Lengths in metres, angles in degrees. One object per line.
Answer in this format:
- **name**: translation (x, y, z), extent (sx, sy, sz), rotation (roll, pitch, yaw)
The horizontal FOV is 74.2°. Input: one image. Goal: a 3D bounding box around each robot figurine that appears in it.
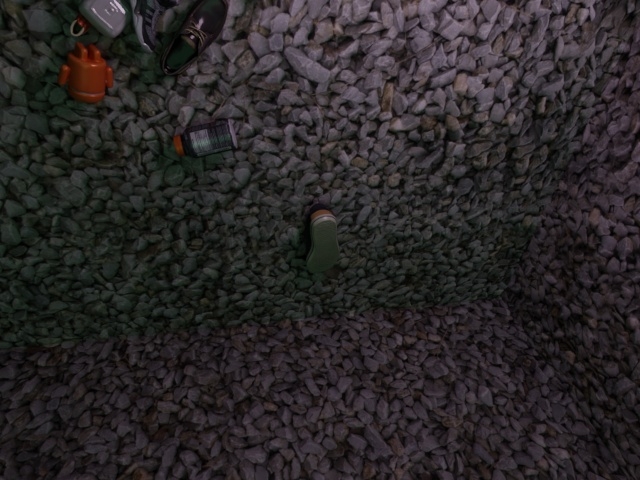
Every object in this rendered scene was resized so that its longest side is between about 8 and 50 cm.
- **robot figurine**: translation (-0.853, -0.597, 1.539), extent (0.128, 0.158, 0.219), rotation (22, 124, -2)

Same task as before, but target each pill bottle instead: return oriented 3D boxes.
- **pill bottle**: translation (-0.484, -0.422, 1.776), extent (0.246, 0.130, 0.130), rotation (-13, 131, -3)

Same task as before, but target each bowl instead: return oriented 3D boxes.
- **bowl**: translation (-0.716, -0.778, 1.432), extent (0.142, 0.053, 0.142), rotation (-54, 132, -9)

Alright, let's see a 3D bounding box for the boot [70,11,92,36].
- **boot**: translation (-0.797, -0.761, 1.446), extent (0.158, 0.084, 0.059), rotation (-41, 124, 17)

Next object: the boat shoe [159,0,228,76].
- **boat shoe**: translation (-0.453, -0.727, 1.528), extent (0.132, 0.130, 0.355), rotation (30, 117, -33)

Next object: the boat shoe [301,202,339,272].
- **boat shoe**: translation (0.000, 0.000, 2.242), extent (0.187, 0.156, 0.500), rotation (-12, 143, -11)

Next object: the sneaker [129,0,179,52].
- **sneaker**: translation (-0.566, -0.790, 1.465), extent (0.153, 0.101, 0.268), rotation (-2, 127, -9)
